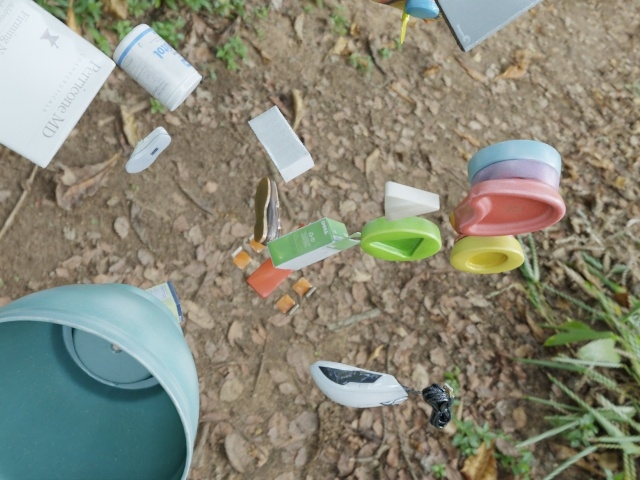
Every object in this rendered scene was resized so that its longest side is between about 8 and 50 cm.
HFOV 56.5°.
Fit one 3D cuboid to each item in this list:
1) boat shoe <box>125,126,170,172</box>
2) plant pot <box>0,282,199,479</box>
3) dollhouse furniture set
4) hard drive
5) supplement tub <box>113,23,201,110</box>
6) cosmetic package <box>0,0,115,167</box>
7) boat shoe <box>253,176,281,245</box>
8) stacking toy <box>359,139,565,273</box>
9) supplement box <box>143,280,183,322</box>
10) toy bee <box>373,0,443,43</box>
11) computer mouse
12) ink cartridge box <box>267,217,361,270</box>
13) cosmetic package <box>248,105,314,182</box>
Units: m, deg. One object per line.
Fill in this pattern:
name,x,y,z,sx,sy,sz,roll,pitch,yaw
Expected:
boat shoe,-0.306,-0.160,1.044,0.035,0.100,0.035,56,16,28
plant pot,-0.275,0.170,0.725,0.293,0.293,0.196,32,22,-8
dollhouse furniture set,-0.111,0.065,1.845,0.262,0.135,0.259,46,74,-1
hard drive,0.221,-0.323,0.772,0.094,0.135,0.022,54,9,-21
supplement tub,-0.231,-0.245,0.846,0.107,0.071,0.071,41,41,-13
cosmetic package,-0.787,-0.449,1.529,0.394,0.329,0.327,35,2,-25
boat shoe,-0.147,-0.080,1.711,0.073,0.073,0.206,16,67,-35
stacking toy,0.211,-0.064,0.937,0.280,0.309,0.130,5,67,-2
supplement box,-0.321,0.134,1.174,0.083,0.083,0.056,-20,62,-18
toy bee,0.218,-0.511,1.289,0.298,0.195,0.162,31,-1,-9
computer mouse,0.075,0.201,0.771,0.193,0.106,0.042,8,60,13
ink cartridge box,0.000,0.000,1.325,0.109,0.209,0.062,15,55,-65
cosmetic package,-0.114,-0.280,1.718,0.239,0.099,0.060,59,1,35
